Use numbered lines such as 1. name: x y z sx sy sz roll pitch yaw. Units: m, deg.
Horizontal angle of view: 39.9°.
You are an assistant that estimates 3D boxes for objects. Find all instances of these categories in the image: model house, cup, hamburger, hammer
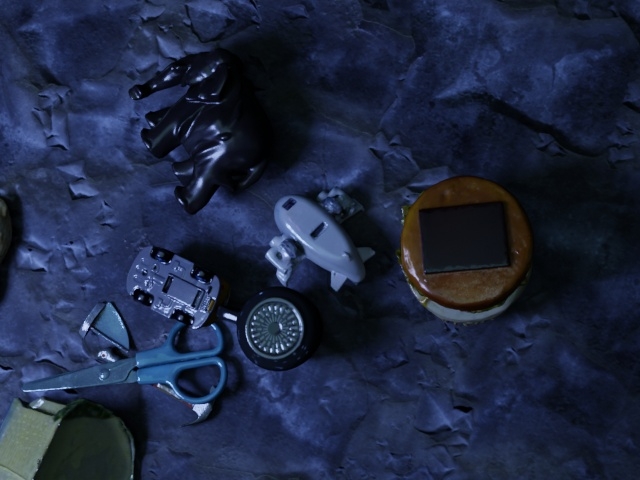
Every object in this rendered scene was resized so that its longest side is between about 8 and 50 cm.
1. model house: -0.584 0.486 1.864 0.266 0.261 0.321 7 68 34
2. cup: -0.100 0.172 1.818 0.223 0.176 0.169 17 90 13
3. hamburger: 0.285 0.026 1.748 0.290 0.225 0.291 -1 78 7
4. hammer: -0.357 0.307 1.919 0.287 0.033 0.111 27 89 10

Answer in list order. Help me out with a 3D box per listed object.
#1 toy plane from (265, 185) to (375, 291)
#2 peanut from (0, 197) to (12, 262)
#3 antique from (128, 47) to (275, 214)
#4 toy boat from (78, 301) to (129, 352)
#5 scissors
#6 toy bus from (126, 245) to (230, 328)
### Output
1. toy plane: 0.000 0.000 1.853 0.244 0.117 0.245 0 71 -1
2. peanut: -0.764 0.032 1.968 0.125 0.111 0.275 14 84 25
3. antique: -0.235 -0.245 1.875 0.255 0.185 0.322 -33 82 12
4. toy boat: -0.459 0.197 1.944 0.122 0.034 0.096 31 78 4
5. scissors: -0.422 0.280 1.892 0.447 0.029 0.193 -9 71 1
6. toy bus: -0.292 0.100 1.870 0.209 0.136 0.126 24 90 18
